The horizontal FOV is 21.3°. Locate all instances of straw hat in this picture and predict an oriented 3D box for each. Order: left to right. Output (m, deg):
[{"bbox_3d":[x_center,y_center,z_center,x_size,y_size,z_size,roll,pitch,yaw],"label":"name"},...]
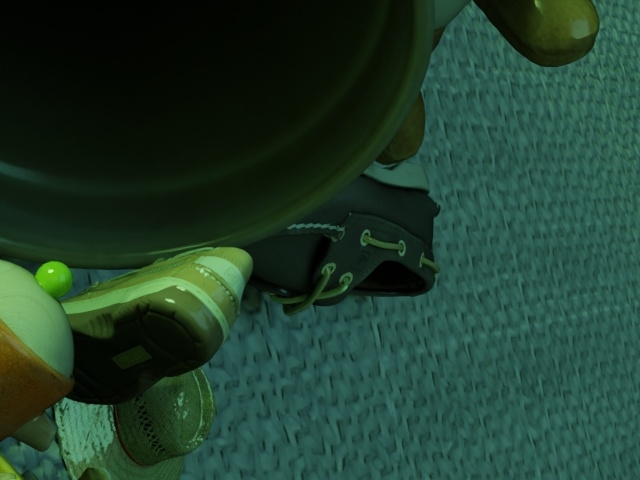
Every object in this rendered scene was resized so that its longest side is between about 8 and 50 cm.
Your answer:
[{"bbox_3d":[-0.099,0.102,1.052,0.144,0.061,0.144,30,54,-51],"label":"straw hat"}]

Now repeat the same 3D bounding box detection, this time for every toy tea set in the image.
[{"bbox_3d":[-0.103,0.132,0.889,0.336,0.124,0.200,48,-2,-41],"label":"toy tea set"}]

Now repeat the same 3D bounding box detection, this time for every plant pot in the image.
[{"bbox_3d":[-0.113,-0.193,0.949,0.323,0.323,0.280,47,25,-40],"label":"plant pot"}]

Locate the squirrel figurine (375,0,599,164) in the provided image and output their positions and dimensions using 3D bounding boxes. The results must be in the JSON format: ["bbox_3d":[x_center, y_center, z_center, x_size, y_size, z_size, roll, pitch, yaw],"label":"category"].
[{"bbox_3d":[0.089,-0.305,1.230,0.370,0.397,0.281,-33,149,-31],"label":"squirrel figurine"}]

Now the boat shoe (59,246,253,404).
[{"bbox_3d":[-0.098,0.043,0.944,0.068,0.190,0.072,52,54,-20],"label":"boat shoe"}]

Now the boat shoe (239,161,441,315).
[{"bbox_3d":[0.000,0.000,1.213,0.324,0.116,0.097,-2,76,-65],"label":"boat shoe"}]
